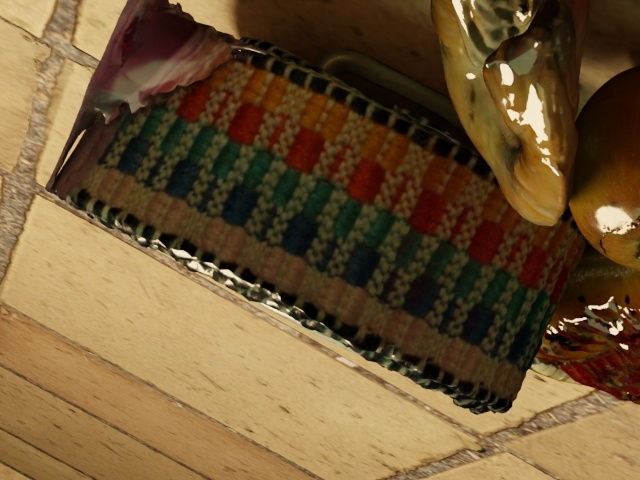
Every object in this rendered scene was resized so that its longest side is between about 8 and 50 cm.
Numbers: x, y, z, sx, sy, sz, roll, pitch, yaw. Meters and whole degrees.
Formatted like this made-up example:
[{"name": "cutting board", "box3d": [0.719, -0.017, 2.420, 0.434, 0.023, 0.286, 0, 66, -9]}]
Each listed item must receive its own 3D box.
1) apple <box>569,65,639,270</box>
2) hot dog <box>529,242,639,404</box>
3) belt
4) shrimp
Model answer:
[{"name": "apple", "box3d": [0.176, -0.039, 0.803, 0.099, 0.102, 0.114, 21, 156, -25]}, {"name": "hot dog", "box3d": [0.208, 0.057, 1.018, 0.163, 0.081, 0.270, 37, 159, -21]}, {"name": "belt", "box3d": [0.011, -0.027, 0.962, 0.295, 0.160, 0.207, 27, 177, 5]}, {"name": "shrimp", "box3d": [0.086, -0.091, 0.737, 0.059, 0.145, 0.254, -10, 156, -2]}]
